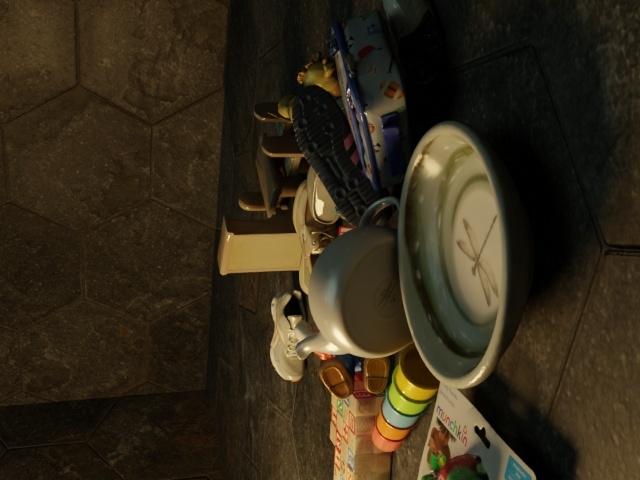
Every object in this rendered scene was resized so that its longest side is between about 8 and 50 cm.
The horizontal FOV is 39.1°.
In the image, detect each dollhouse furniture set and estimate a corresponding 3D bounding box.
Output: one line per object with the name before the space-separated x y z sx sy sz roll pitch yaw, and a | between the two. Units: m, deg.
dollhouse furniture set | -0.164 -0.115 2.448 0.362 0.256 0.394 106 156 -48

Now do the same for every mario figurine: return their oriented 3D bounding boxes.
mario figurine | 0.059 0.184 1.794 0.320 0.198 0.170 -91 24 -75

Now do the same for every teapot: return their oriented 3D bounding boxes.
teapot | 0.072 0.077 1.634 0.187 0.256 0.253 20 126 55

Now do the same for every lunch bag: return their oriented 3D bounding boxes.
lunch bag | 0.098 -0.244 1.612 0.303 0.114 0.243 69 -173 -57

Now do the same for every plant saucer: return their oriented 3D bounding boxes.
plant saucer | 0.229 0.019 1.363 0.400 0.100 0.401 177 90 -74

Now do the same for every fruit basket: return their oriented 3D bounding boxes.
fruit basket | 0.203 0.435 1.402 0.327 0.165 0.353 -131 45 -66

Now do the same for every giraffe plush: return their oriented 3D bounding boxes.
giraffe plush | -0.007 -0.340 2.066 0.181 0.210 0.171 35 105 33

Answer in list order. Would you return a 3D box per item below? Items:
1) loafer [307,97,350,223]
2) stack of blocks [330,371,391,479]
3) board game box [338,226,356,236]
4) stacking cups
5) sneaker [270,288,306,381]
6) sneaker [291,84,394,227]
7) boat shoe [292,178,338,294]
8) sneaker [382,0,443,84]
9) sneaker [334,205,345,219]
loafer | 0.036 -0.161 2.003 0.111 0.112 0.320 -99 16 -52
stack of blocks | 0.085 0.441 1.946 0.171 0.087 0.297 -140 50 -69
board game box | 0.089 0.044 1.938 0.193 0.045 0.147 -177 88 -72
stacking cups | 0.163 0.302 1.687 0.316 0.096 0.096 103 159 -55
sneaker | -0.084 0.259 2.514 0.121 0.099 0.263 139 126 -64
sneaker | 0.046 -0.161 1.808 0.319 0.112 0.131 66 -159 11
boat shoe | 0.000 0.000 2.174 0.098 0.109 0.303 -149 56 -61
sneaker | 0.165 -0.378 1.600 0.086 0.085 0.237 64 -166 -69
sneaker | 0.079 -0.110 1.888 0.065 0.076 0.167 -115 40 -62
